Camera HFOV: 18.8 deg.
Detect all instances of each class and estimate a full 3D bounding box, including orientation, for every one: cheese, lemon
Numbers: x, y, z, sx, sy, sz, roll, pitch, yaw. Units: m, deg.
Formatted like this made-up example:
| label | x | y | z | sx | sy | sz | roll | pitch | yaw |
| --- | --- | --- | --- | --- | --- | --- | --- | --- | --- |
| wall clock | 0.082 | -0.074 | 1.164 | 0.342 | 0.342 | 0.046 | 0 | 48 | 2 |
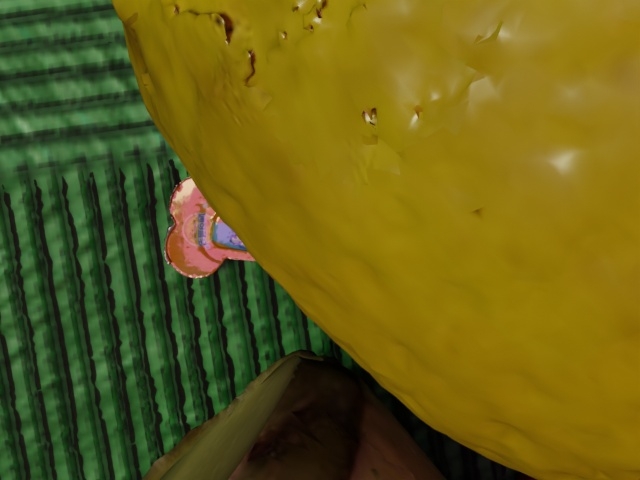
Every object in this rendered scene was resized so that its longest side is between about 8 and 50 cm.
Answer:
| label | x | y | z | sx | sy | sz | roll | pitch | yaw |
| --- | --- | --- | --- | --- | --- | --- | --- | --- | --- |
| cheese | 0.000 | 0.000 | 0.689 | 0.111 | 0.017 | 0.047 | 6 | 100 | 2 |
| lemon | 0.129 | -0.092 | 0.503 | 0.387 | 0.350 | 0.350 | 25 | 103 | -22 |

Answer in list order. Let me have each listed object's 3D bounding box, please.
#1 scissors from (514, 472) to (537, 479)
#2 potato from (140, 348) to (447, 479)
| label | x | y | z | sx | sy | sz | roll | pitch | yaw |
| --- | --- | --- | --- | --- | --- | --- | --- | --- | --- |
| scissors | 0.111 | 0.204 | 0.732 | 0.144 | 0.017 | 0.247 | 16 | 104 | -1 |
| potato | -0.012 | 0.194 | 0.642 | 0.242 | 0.242 | 0.285 | 36 | 98 | -6 |
